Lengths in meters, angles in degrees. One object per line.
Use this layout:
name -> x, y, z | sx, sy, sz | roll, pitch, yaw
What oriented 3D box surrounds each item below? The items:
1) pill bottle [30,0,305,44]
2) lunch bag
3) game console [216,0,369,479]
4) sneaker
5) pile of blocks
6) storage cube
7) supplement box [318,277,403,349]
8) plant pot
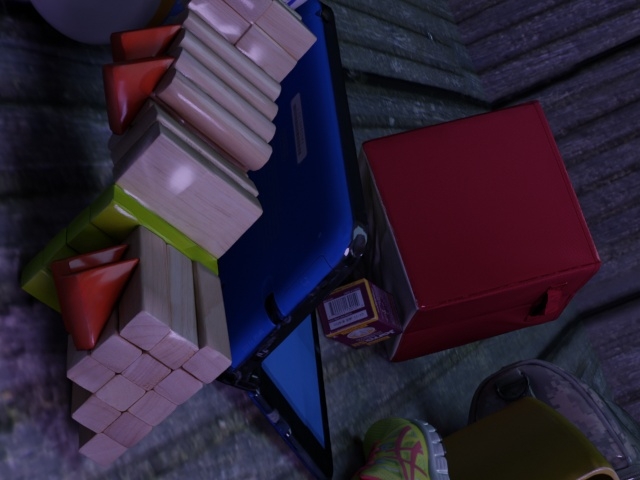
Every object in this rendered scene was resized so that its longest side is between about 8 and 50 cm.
pill bottle -> -0.083, -0.236, 1.020 | 0.272, 0.152, 0.152 | -22, 88, -49
lunch bag -> 0.285, 0.273, 1.533 | 0.305, 0.213, 0.256 | 34, 37, -63
game console -> 0.000, 0.000, 1.109 | 0.173, 0.250, 0.293 | 23, 39, -29
sneaker -> 0.058, 0.207, 1.157 | 0.208, 0.094, 0.081 | -121, -139, -68
pile of blocks -> -0.111, -0.048, 0.843 | 0.113, 0.149, 0.362 | 38, 46, -29
storage cube -> 0.146, -0.007, 1.412 | 0.183, 0.193, 0.215 | 106, -33, -68
supplement box -> 0.038, 0.072, 1.315 | 0.083, 0.055, 0.043 | 29, 42, -63
plant pot -> 0.186, 0.274, 1.274 | 0.212, 0.212, 0.187 | 58, 7, -26
